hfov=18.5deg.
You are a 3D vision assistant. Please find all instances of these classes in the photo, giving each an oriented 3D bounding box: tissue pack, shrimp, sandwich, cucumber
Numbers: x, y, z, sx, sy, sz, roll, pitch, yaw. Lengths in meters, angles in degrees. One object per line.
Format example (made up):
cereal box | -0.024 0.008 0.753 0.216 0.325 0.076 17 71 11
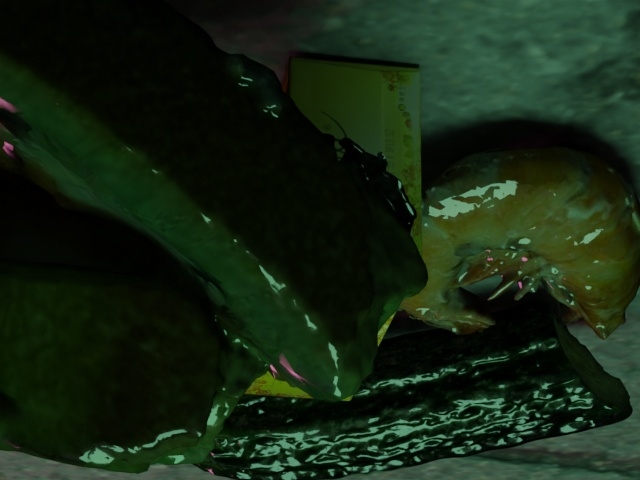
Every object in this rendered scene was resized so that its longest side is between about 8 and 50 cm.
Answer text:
tissue pack | 0.000 0.000 0.900 0.062 0.095 0.176 4 156 -9
shrimp | 0.096 0.006 0.959 0.132 0.052 0.187 -13 149 18
sandwich | -0.127 0.012 0.788 0.250 0.162 0.301 42 154 -4
cucumber | 0.035 0.092 1.090 0.265 0.077 0.077 -14 153 10
